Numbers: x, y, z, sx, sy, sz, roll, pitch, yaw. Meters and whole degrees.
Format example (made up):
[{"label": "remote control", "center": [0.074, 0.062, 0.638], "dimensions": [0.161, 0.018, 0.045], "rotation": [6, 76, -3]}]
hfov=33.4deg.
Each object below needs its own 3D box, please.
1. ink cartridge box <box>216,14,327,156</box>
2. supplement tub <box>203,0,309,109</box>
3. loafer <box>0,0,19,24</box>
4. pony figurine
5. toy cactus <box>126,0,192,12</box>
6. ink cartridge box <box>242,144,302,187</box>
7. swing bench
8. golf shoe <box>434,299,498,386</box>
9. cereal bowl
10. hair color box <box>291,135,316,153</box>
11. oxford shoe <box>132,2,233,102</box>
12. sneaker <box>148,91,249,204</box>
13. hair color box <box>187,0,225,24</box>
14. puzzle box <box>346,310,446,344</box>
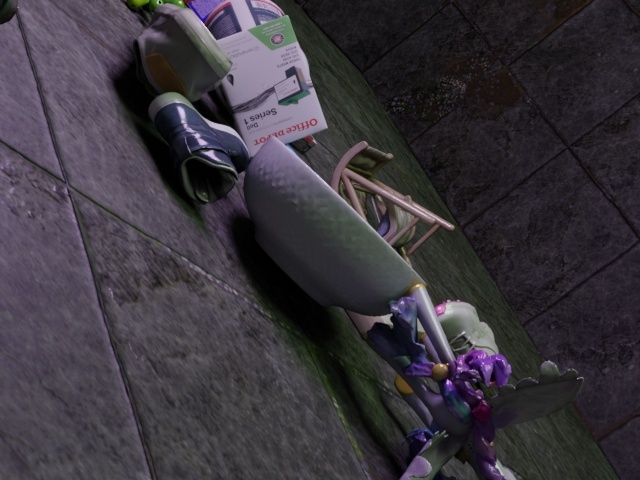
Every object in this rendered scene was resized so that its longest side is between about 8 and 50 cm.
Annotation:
[{"label": "ink cartridge box", "center": [-0.098, -0.278, 1.944], "dimensions": [0.092, 0.160, 0.219], "rotation": [-144, -147, -78]}, {"label": "supplement tub", "center": [-0.130, -0.357, 2.139], "dimensions": [0.191, 0.191, 0.272], "rotation": [43, 16, -36]}, {"label": "loafer", "center": [-0.444, -0.370, 1.313], "dimensions": [0.267, 0.096, 0.084], "rotation": [53, 7, 11]}, {"label": "pony figurine", "center": [0.203, 0.249, 1.539], "dimensions": [0.363, 0.302, 0.351], "rotation": [59, -3, 30]}, {"label": "toy cactus", "center": [-0.318, -0.475, 2.047], "dimensions": [0.219, 0.112, 0.180], "rotation": [38, 8, -22]}, {"label": "ink cartridge box", "center": [-0.081, -0.115, 1.883], "dimensions": [0.052, 0.088, 0.122], "rotation": [50, 13, -10]}, {"label": "swing bench", "center": [0.147, -0.075, 2.428], "dimensions": [0.255, 0.165, 0.253], "rotation": [50, 12, 14]}, {"label": "golf shoe", "center": [0.325, 0.228, 2.339], "dimensions": [0.306, 0.115, 0.140], "rotation": [34, 25, -51]}, {"label": "cereal bowl", "center": [0.000, 0.000, 1.672], "dimensions": [0.339, 0.141, 0.339], "rotation": [45, 2, -2]}, {"label": "hair color box", "center": [-0.068, -0.272, 2.455], "dimensions": [0.072, 0.043, 0.141], "rotation": [35, 22, -55]}, {"label": "oxford shoe", "center": [-0.242, -0.295, 1.756], "dimensions": [0.169, 0.130, 0.449], "rotation": [50, -2, -14]}, {"label": "sneaker", "center": [-0.158, -0.111, 1.607], "dimensions": [0.226, 0.086, 0.163], "rotation": [31, 23, -56]}, {"label": "hair color box", "center": [-0.279, -0.616, 2.514], "dimensions": [0.339, 0.110, 0.185], "rotation": [55, 12, 4]}, {"label": "puzzle box", "center": [0.102, 0.083, 2.077], "dimensions": [0.272, 0.052, 0.409], "rotation": [57, 13, 20]}]
